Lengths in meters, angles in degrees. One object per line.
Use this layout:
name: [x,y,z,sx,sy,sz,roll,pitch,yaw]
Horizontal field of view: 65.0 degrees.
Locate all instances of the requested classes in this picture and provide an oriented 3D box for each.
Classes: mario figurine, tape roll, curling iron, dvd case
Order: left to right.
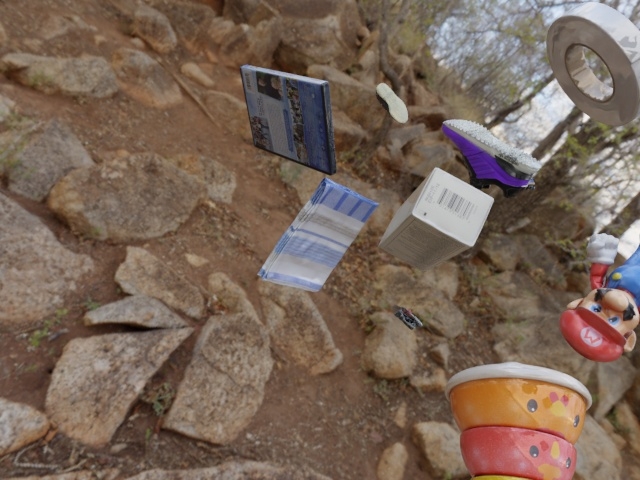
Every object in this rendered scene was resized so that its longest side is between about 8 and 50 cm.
dvd case: [-0.067,-0.244,1.004,0.253,0.022,0.180,27,-43,40]
curling iron: [0.219,0.191,1.320,0.068,0.035,0.274,42,1,2]
tape roll: [0.842,-0.524,1.520,0.392,0.072,0.392,56,5,-7]
mario figurine: [0.564,0.088,0.899,0.170,0.320,0.198,58,-18,-15]

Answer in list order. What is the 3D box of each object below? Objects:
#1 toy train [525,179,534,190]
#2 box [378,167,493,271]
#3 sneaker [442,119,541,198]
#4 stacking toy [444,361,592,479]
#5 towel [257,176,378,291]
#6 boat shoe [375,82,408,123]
toy train: [0.616,-0.168,1.493,0.027,0.036,0.158,4,8,15]
box: [0.251,-0.033,1.156,0.148,0.121,0.311,29,-14,0]
sneaker: [0.429,-0.214,1.358,0.102,0.146,0.293,-18,49,-40]
stacking toy: [0.468,0.563,1.180,0.350,0.350,0.480,42,46,-39]
towel: [0.000,0.000,1.198,0.209,0.285,0.034,20,21,-45]
boat shoe: [0.205,-0.388,1.438,0.133,0.049,0.042,55,-3,7]
